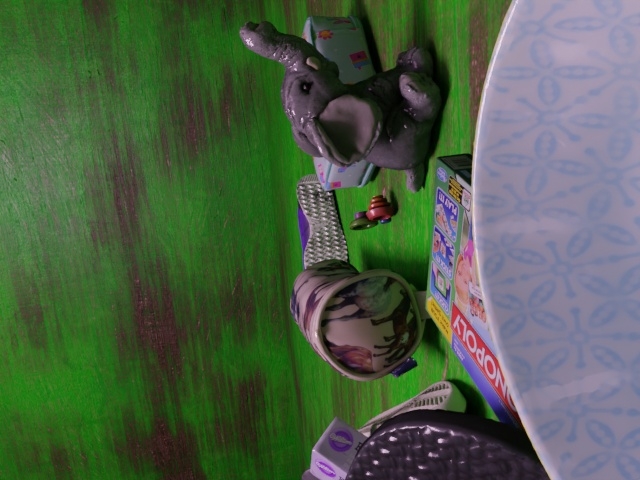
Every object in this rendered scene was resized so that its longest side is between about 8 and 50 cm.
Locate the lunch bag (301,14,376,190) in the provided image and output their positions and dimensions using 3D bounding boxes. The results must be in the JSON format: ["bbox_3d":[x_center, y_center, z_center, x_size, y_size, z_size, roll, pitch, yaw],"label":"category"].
[{"bbox_3d":[0.031,-0.241,1.037,0.224,0.107,0.280,102,159,-68],"label":"lunch bag"}]

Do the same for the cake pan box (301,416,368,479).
[{"bbox_3d":[0.098,0.388,0.815,0.266,0.070,0.246,29,138,21],"label":"cake pan box"}]

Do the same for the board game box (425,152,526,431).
[{"bbox_3d":[0.190,0.068,0.580,0.317,0.046,0.214,-116,22,-59],"label":"board game box"}]

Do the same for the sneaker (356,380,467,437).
[{"bbox_3d":[0.141,0.316,0.856,0.148,0.131,0.350,57,156,15],"label":"sneaker"}]

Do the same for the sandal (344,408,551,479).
[{"bbox_3d":[0.104,0.258,0.611,0.167,0.107,0.446,40,142,7],"label":"sandal"}]

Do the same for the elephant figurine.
[{"bbox_3d":[0.023,-0.170,0.768,0.169,0.239,0.186,107,153,-65],"label":"elephant figurine"}]

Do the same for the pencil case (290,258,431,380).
[{"bbox_3d":[0.050,0.118,1.002,0.410,0.183,0.160,-177,85,-81],"label":"pencil case"}]

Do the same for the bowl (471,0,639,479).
[{"bbox_3d":[0.192,-0.002,0.224,0.289,0.155,0.290,172,90,-79],"label":"bowl"}]

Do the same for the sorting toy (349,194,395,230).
[{"bbox_3d":[0.089,-0.050,0.989,0.102,0.061,0.042,-27,68,54],"label":"sorting toy"}]

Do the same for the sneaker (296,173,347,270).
[{"bbox_3d":[0.001,0.000,1.410,0.146,0.102,0.294,100,165,-69],"label":"sneaker"}]
